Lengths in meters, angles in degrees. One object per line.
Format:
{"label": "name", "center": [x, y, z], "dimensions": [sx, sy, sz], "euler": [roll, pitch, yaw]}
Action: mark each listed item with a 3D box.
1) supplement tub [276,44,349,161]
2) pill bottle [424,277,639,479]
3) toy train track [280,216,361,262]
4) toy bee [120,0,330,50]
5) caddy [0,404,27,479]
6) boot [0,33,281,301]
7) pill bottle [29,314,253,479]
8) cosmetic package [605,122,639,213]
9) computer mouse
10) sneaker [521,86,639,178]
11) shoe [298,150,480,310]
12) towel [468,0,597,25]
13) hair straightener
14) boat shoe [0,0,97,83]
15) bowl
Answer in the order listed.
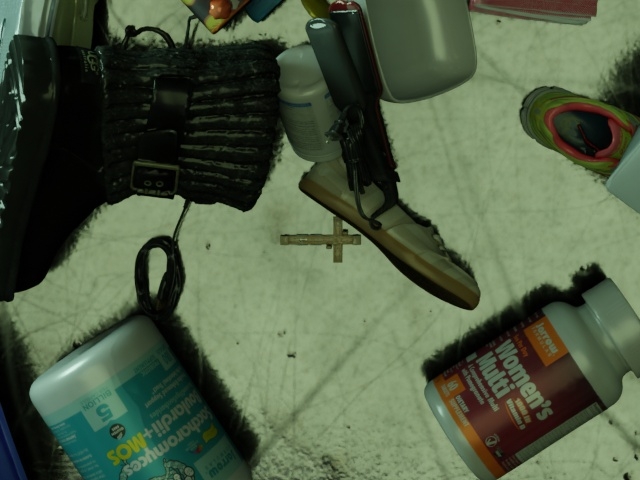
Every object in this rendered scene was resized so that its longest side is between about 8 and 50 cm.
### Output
{"label": "supplement tub", "center": [-0.008, -0.135, 1.834], "dimensions": [0.071, 0.107, 0.071], "euler": [-6, 53, 8]}
{"label": "pill bottle", "center": [0.225, 0.138, 1.863], "dimensions": [0.221, 0.121, 0.121], "euler": [-34, 95, 6]}
{"label": "toy train track", "center": [0.000, 0.000, 1.905], "dimensions": [0.083, 0.014, 0.048], "euler": [0, 97, 2]}
{"label": "toy bee", "center": [-0.067, -0.252, 1.803], "dimensions": [0.195, 0.162, 0.298], "euler": [26, 97, -4]}
{"label": "caddy", "center": [-0.424, 0.234, 1.870], "dimensions": [0.241, 0.179, 0.341], "euler": [-14, 97, 27]}
{"label": "boot", "center": [-0.193, -0.059, 1.816], "dimensions": [0.260, 0.131, 0.348], "euler": [1, 143, -22]}
{"label": "pill bottle", "center": [-0.165, 0.218, 1.871], "dimensions": [0.146, 0.146, 0.264], "euler": [-33, 96, 5]}
{"label": "cosmetic package", "center": [0.518, -0.021, 1.749], "dimensions": [0.453, 0.230, 0.161], "euler": [37, 131, 1]}
{"label": "computer mouse", "center": [-0.134, -0.032, 1.898], "dimensions": [0.071, 0.041, 0.242], "euler": [23, 104, 6]}
{"label": "sneaker", "center": [0.301, -0.090, 1.846], "dimensions": [0.208, 0.094, 0.081], "euler": [18, 96, -2]}
{"label": "shoe", "center": [0.079, -0.011, 1.869], "dimensions": [0.219, 0.076, 0.058], "euler": [38, 82, 0]}
{"label": "towel", "center": [0.216, -0.315, 1.826], "dimensions": [0.144, 0.029, 0.197], "euler": [3, 96, -27]}
{"label": "hair straightener", "center": [0.025, -0.107, 1.772], "dimensions": [0.047, 0.089, 0.230], "euler": [8, 122, 36]}
{"label": "boat shoe", "center": [-0.267, -0.256, 1.850], "dimensions": [0.094, 0.109, 0.302], "euler": [8, 97, -37]}
{"label": "bowl", "center": [0.084, -0.209, 1.832], "dimensions": [0.142, 0.053, 0.142], "euler": [-21, 100, -40]}
